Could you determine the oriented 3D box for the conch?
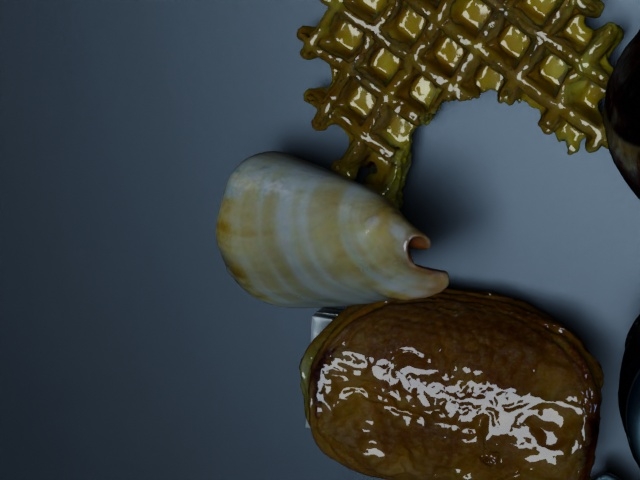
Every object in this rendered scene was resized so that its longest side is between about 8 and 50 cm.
[{"bbox_3d":[-0.010,0.006,1.266,0.255,0.127,0.158,18,139,57],"label":"conch"}]

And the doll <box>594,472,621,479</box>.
[{"bbox_3d":[0.318,0.282,1.310,0.180,0.075,0.120,54,155,13],"label":"doll"}]

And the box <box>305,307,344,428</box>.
[{"bbox_3d":[0.015,0.125,1.379,0.050,0.036,0.117,6,104,16],"label":"box"}]

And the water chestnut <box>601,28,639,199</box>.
[{"bbox_3d":[0.379,-0.106,1.105,0.300,0.300,0.300,4,104,17],"label":"water chestnut"}]

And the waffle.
[{"bbox_3d":[0.117,-0.170,1.264,0.293,0.069,0.260,-13,97,23],"label":"waffle"}]

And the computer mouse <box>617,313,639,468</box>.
[{"bbox_3d":[0.309,0.159,1.239,0.096,0.137,0.233,-13,100,16],"label":"computer mouse"}]

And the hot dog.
[{"bbox_3d":[0.119,0.146,1.307,0.272,0.122,0.196,8,102,14],"label":"hot dog"}]
